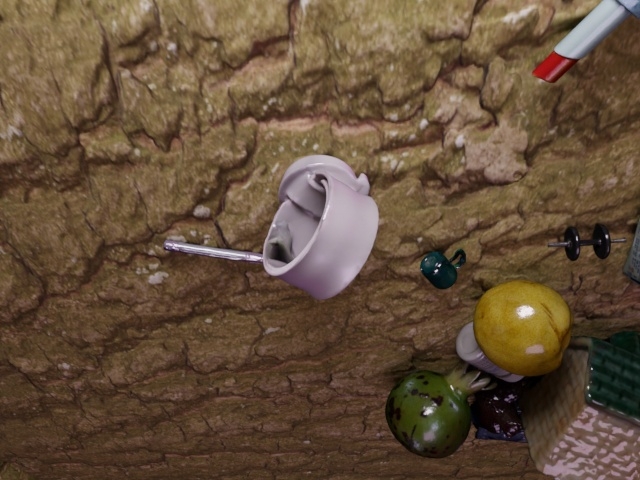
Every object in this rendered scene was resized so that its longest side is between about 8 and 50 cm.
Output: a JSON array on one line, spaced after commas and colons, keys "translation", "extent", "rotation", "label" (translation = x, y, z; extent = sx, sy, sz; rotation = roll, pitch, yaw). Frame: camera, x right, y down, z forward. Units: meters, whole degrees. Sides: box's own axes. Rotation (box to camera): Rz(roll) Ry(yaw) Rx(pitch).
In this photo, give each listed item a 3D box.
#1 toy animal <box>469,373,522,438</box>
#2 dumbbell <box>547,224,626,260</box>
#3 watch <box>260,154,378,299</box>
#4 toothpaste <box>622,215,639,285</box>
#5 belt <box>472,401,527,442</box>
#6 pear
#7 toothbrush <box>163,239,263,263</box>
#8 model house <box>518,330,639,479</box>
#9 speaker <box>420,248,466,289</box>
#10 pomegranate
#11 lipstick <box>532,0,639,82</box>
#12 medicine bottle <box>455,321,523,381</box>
[{"translation": [0.461, 0.439, 1.396], "extent": [0.116, 0.180, 0.219], "rotation": [19, 114, -10], "label": "toy animal"}, {"translation": [0.523, 0.005, 1.026], "extent": [0.146, 0.069, 0.069], "rotation": [-4, 136, 7], "label": "dumbbell"}, {"translation": [0.000, 0.000, 0.925], "extent": [0.196, 0.232, 0.244], "rotation": [26, 128, -27], "label": "watch"}, {"translation": [0.643, 0.000, 1.022], "extent": [0.069, 0.047, 0.269], "rotation": [15, 141, 32], "label": "toothpaste"}, {"translation": [0.560, 0.527, 1.535], "extent": [0.217, 0.122, 0.129], "rotation": [3, 139, 8], "label": "belt"}, {"translation": [0.431, 0.186, 1.131], "extent": [0.208, 0.209, 0.209], "rotation": [1, 136, 1], "label": "pear"}, {"translation": [-0.156, 0.039, 1.119], "extent": [0.353, 0.024, 0.029], "rotation": [9, 144, -8], "label": "toothbrush"}, {"translation": [0.778, 0.396, 1.259], "extent": [0.444, 0.395, 0.400], "rotation": [21, 120, 3], "label": "model house"}, {"translation": [0.264, 0.057, 1.096], "extent": [0.094, 0.060, 0.075], "rotation": [-27, 130, 27], "label": "speaker"}, {"translation": [0.306, 0.431, 1.366], "extent": [0.242, 0.243, 0.306], "rotation": [18, 130, -16], "label": "pomegranate"}, {"translation": [0.403, -0.318, 0.696], "extent": [0.068, 0.061, 0.274], "rotation": [27, 130, -21], "label": "lipstick"}, {"translation": [0.424, 0.274, 1.287], "extent": [0.168, 0.105, 0.105], "rotation": [29, 130, -25], "label": "medicine bottle"}]
